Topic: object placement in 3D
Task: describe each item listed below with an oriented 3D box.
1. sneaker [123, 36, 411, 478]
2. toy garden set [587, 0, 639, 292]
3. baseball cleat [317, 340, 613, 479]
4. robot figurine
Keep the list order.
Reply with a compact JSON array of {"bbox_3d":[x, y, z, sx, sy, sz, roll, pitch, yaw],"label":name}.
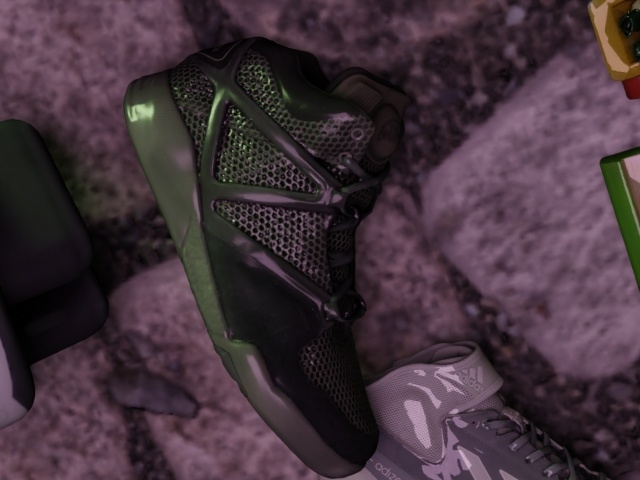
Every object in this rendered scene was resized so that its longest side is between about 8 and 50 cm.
[{"bbox_3d":[0.000,0.000,0.985,0.130,0.087,0.228,-24,81,16],"label":"sneaker"},{"bbox_3d":[0.255,-0.063,0.959,0.244,0.049,0.204,-16,101,13],"label":"toy garden set"},{"bbox_3d":[0.100,0.114,1.019,0.205,0.072,0.109,11,106,6],"label":"baseball cleat"},{"bbox_3d":[-0.252,0.040,0.986,0.278,0.173,0.209,-23,111,-11],"label":"robot figurine"}]
